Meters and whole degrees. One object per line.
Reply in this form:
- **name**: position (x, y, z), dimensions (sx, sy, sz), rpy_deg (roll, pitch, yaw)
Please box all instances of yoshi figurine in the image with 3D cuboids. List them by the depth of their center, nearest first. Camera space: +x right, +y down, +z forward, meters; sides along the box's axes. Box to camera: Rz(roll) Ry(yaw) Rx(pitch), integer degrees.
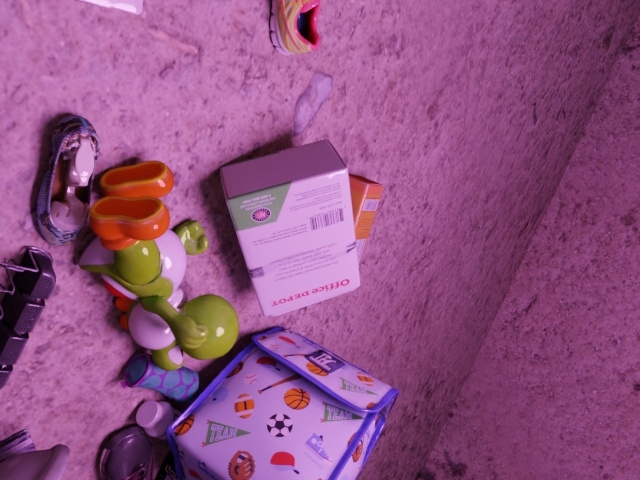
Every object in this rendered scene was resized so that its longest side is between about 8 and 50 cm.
- **yoshi figurine**: position (-0.223, 0.068, 0.761), dimensions (0.203, 0.202, 0.363), rpy_deg (-38, 141, -38)

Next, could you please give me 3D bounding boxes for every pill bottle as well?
- **pill bottle**: position (-0.307, 0.359, 0.945), dimensions (0.067, 0.067, 0.120), rpy_deg (-49, 141, -15)

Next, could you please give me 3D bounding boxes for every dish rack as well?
- **dish rack**: position (-0.481, 0.086, 0.570), dimensions (0.271, 0.074, 0.209), rpy_deg (26, 91, -51)

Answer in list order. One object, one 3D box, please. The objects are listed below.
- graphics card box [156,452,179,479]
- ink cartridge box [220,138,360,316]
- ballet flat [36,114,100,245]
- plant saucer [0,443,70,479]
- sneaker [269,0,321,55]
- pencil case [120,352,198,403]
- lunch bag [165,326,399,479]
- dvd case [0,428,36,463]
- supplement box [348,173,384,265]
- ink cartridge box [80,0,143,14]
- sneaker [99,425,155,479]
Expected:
- **graphics card box**: position (-0.312, 0.659, 1.110), dimensions (0.232, 0.094, 0.371), rpy_deg (20, 96, -52)
- **ink cartridge box**: position (-0.049, -0.016, 0.904), dimensions (0.210, 0.122, 0.289), rpy_deg (-16, 130, -8)
- **ballet flat**: position (-0.336, -0.071, 0.641), dimensions (0.070, 0.070, 0.189), rpy_deg (-7, 118, -47)
- **plant saucer**: position (-0.482, 0.413, 0.567), dimensions (0.100, 0.400, 0.401), rpy_deg (41, 78, -15)
- **sneaker**: position (-0.037, -0.400, 0.757), dimensions (0.081, 0.094, 0.209), rpy_deg (-35, 135, -28)
- **pencil case**: position (-0.296, 0.262, 0.898), dimensions (0.070, 0.064, 0.152), rpy_deg (-48, 141, -5)
- **lunch bag**: position (-0.057, 0.368, 0.980), dimensions (0.385, 0.327, 0.239), rpy_deg (-41, 147, -43)
- **dvd case**: position (-0.530, 0.427, 0.769), dimensions (0.164, 0.018, 0.222), rpy_deg (-25, 130, -38)
- **supplement box**: position (0.069, -0.033, 1.128), dimensions (0.080, 0.078, 0.234), rpy_deg (-2, 114, -52)
- **ink cartridge box**: position (-0.292, -0.329, 0.530), dimensions (0.181, 0.061, 0.105), rpy_deg (-6, 118, -47)
- **sneaker**: position (-0.338, 0.503, 0.920), dimensions (0.106, 0.162, 0.282), rpy_deg (-19, 127, -42)
